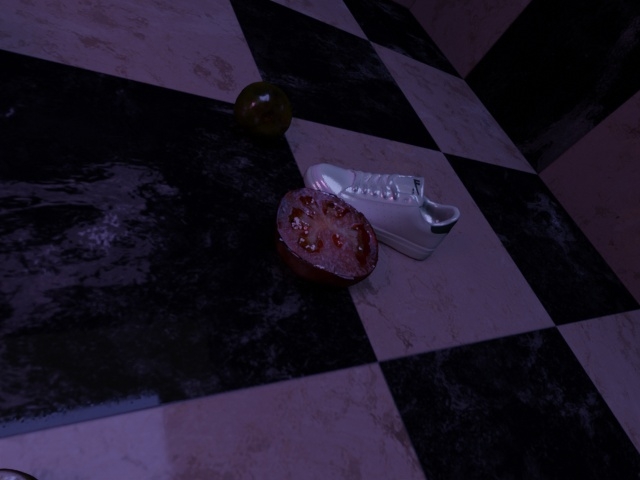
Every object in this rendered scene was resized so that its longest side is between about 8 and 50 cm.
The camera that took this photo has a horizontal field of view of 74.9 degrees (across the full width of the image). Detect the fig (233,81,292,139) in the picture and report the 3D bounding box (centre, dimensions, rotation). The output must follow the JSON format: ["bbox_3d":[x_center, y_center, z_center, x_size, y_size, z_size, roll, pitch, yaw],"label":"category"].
[{"bbox_3d":[-0.137,-0.318,0.952,0.132,0.127,0.185,-4,59,-23],"label":"fig"}]

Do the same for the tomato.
[{"bbox_3d":[0.000,0.001,0.798,0.225,0.085,0.225,18,46,-19],"label":"tomato"}]

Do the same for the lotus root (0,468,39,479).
[{"bbox_3d":[-0.298,0.260,0.353,0.112,0.081,0.122,31,41,1],"label":"lotus root"}]

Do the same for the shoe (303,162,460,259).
[{"bbox_3d":[0.146,-0.094,0.936,0.363,0.160,0.132,28,40,-14],"label":"shoe"}]
